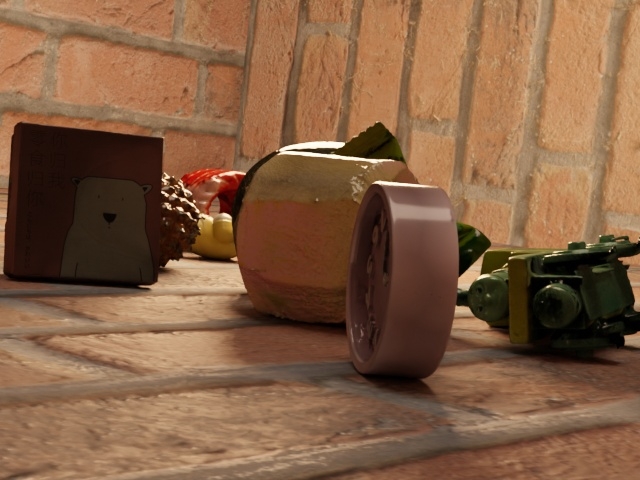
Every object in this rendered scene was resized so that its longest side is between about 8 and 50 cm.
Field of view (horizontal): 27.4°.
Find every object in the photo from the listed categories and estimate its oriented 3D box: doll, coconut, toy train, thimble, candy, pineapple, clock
[{"bbox_3d":[-0.256,-0.012,2.384,0.291,0.086,0.117,6,-26,-20],"label":"doll"},{"bbox_3d":[0.000,0.000,1.691,0.245,0.233,0.233,2,1,31],"label":"coconut"},{"bbox_3d":[0.302,0.070,1.743,0.237,0.150,0.369,-1,1,24],"label":"toy train"},{"bbox_3d":[-0.203,-0.059,2.583,0.189,0.163,0.125,3,3,-42],"label":"thimble"},{"bbox_3d":[0.106,-0.039,1.811,0.246,0.149,0.069,50,10,-6],"label":"candy"},{"bbox_3d":[-0.278,-0.026,2.121,0.166,0.166,0.193,8,20,16],"label":"pineapple"},{"bbox_3d":[0.079,0.040,1.330,0.068,0.197,0.197,5,4,-12],"label":"clock"}]

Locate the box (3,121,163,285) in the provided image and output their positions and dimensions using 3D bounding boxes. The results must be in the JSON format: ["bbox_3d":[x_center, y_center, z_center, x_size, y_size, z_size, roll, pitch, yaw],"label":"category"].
[{"bbox_3d":[-0.336,-0.047,1.842,0.215,0.215,0.086,4,-7,-25],"label":"box"}]

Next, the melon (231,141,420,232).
[{"bbox_3d":[0.021,-0.030,1.961,0.301,0.237,0.237,4,4,-18],"label":"melon"}]
